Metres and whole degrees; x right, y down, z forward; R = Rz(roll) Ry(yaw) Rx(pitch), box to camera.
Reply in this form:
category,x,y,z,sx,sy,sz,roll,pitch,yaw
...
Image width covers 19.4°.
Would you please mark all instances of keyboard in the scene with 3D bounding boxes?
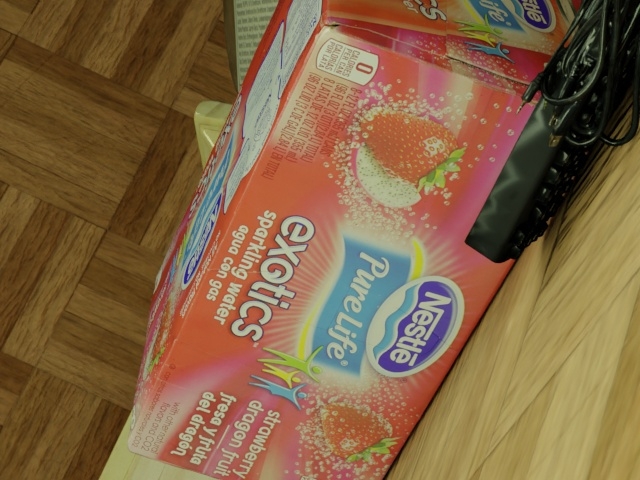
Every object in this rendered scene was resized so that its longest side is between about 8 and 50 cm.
category,x,y,z,sx,sy,sz,roll,pitch,yaw
keyboard,0.112,-0.065,0.664,0.100,0.038,0.192,-22,-38,-58

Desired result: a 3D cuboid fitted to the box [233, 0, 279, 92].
category,x,y,z,sx,sy,sz,roll,pitch,yaw
box,0.022,-0.203,0.975,0.148,0.121,0.311,-156,63,-74

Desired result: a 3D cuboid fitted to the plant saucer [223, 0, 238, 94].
category,x,y,z,sx,sy,sz,roll,pitch,yaw
plant saucer,-0.026,-0.208,1.296,0.278,0.041,0.277,-178,90,-76

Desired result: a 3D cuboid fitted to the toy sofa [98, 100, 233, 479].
category,x,y,z,sx,sy,sz,roll,pitch,yaw
toy sofa,-0.037,0.100,1.044,0.150,0.177,0.362,83,-157,-48

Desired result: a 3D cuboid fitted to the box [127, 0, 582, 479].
category,x,y,z,sx,sy,sz,roll,pitch,yaw
box,0.012,-0.012,0.841,0.128,0.123,0.257,-85,18,-52
